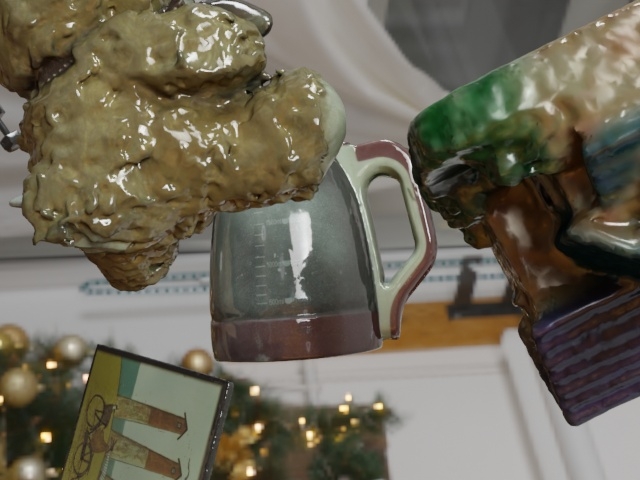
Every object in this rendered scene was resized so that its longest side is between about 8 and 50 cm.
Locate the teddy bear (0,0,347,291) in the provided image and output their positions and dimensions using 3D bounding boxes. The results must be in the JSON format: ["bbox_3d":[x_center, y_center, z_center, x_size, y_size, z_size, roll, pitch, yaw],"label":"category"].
[{"bbox_3d":[-0.137,-0.108,0.707,0.267,0.156,0.256,-30,-106,42],"label":"teddy bear"}]

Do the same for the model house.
[{"bbox_3d":[0.231,-0.001,0.834,0.312,0.245,0.280,47,18,-83],"label":"model house"}]

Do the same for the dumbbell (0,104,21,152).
[{"bbox_3d":[-0.510,-0.182,1.759,0.083,0.040,0.036,53,-33,7],"label":"dumbbell"}]

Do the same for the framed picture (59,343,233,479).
[{"bbox_3d":[-0.226,0.263,1.327,0.324,0.013,0.244,4,-102,52],"label":"framed picture"}]

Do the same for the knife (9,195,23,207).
[{"bbox_3d":[-0.179,-0.035,0.962,0.026,0.184,0.022,-94,-176,-64],"label":"knife"}]

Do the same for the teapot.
[{"bbox_3d":[0.000,0.000,1.487,0.233,0.315,0.312,-2,89,-84],"label":"teapot"}]
